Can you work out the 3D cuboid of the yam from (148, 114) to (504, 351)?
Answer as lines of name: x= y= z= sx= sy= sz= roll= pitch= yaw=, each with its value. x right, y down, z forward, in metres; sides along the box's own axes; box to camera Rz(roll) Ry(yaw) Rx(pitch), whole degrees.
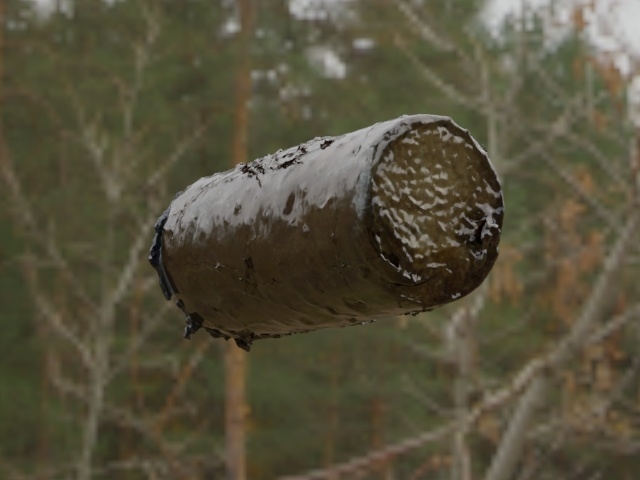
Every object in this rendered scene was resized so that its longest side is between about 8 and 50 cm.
yam: x=0.001 y=-0.001 z=1.218 sx=0.131 sy=0.131 sz=0.280 roll=4 pitch=-8 yaw=-31
